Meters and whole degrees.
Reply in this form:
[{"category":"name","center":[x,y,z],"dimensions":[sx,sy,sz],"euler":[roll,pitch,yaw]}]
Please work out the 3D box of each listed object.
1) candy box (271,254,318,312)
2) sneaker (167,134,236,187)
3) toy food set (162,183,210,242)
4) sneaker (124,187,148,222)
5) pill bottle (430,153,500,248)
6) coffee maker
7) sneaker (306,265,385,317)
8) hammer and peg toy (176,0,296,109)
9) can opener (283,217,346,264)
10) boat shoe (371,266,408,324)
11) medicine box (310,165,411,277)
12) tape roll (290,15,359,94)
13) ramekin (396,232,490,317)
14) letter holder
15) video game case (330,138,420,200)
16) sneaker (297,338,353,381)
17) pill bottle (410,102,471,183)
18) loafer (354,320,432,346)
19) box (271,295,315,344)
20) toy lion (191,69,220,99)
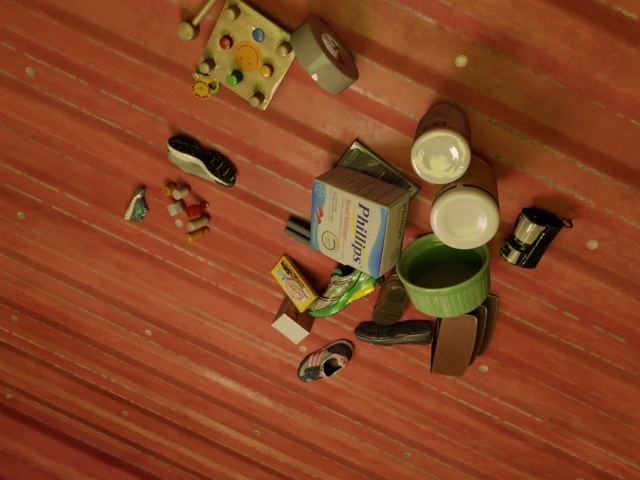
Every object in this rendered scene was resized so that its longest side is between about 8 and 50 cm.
[{"category":"candy box","center":[-0.102,0.166,2.045],"dimensions":[0.206,0.027,0.105],"euler":[51,127,17]},{"category":"sneaker","center":[-0.421,-0.267,1.891],"dimensions":[0.272,0.100,0.108],"euler":[31,138,0]},{"category":"toy food set","center":[-0.492,-0.119,2.012],"dimensions":[0.111,0.104,0.232],"euler":[-23,95,41]},{"category":"sneaker","center":[-0.701,-0.135,2.072],"dimensions":[0.076,0.065,0.166],"euler":[24,129,-19]},{"category":"pill bottle","center":[0.429,-0.133,1.581],"dimensions":[0.188,0.334,0.187],"euler":[7,122,12]},{"category":"coffee maker","center":[0.693,0.001,1.719],"dimensions":[0.171,0.120,0.178],"euler":[20,125,2]},{"category":"sneaker","center":[0.073,0.173,2.011],"dimensions":[0.343,0.134,0.146],"euler":[-35,95,25]},{"category":"hammer and peg toy","center":[-0.260,-0.598,1.612],"dimensions":[0.361,0.127,0.266],"euler":[34,124,-6]},{"category":"can opener","center":[0.000,0.000,1.942],"dimensions":[0.280,0.093,0.074],"euler":[25,123,10]},{"category":"boat shoe","center":[0.269,0.209,1.980],"dimensions":[0.111,0.104,0.307],"euler":[14,144,-4]},{"category":"medicine box","center":[0.122,-0.065,1.734],"dimensions":[0.289,0.149,0.263],"euler":[25,128,31]},{"category":"tape roll","center":[0.014,-0.528,1.523],"dimensions":[0.072,0.219,0.219],"euler":[-33,107,30]},{"category":"ramekin","center":[0.415,0.114,1.767],"dimensions":[0.303,0.303,0.148],"euler":[-8,125,20]},{"category":"letter holder","center":[0.534,0.348,1.961],"dimensions":[0.215,0.152,0.301],"euler":[8,122,9]},{"category":"video game case","center":[0.170,-0.188,1.806],"dimensions":[0.274,0.026,0.196],"euler":[36,123,-7]},{"category":"sneaker","center":[0.002,0.533,2.233],"dimensions":[0.112,0.131,0.319],"euler":[41,123,-11]},{"category":"pill bottle","center":[0.351,-0.290,1.536],"dimensions":[0.160,0.283,0.160],"euler":[7,122,12]},{"category":"loafer","center":[0.285,0.378,2.079],"dimensions":[0.303,0.109,0.095],"euler":[-5,123,15]},{"category":"box","center":[-0.095,0.295,2.090],"dimensions":[0.130,0.170,0.091],"euler":[40,123,-11]},{"category":"toy lion","center":[-0.379,-0.511,1.760],"dimensions":[0.100,0.034,0.096],"euler":[9,130,10]}]
